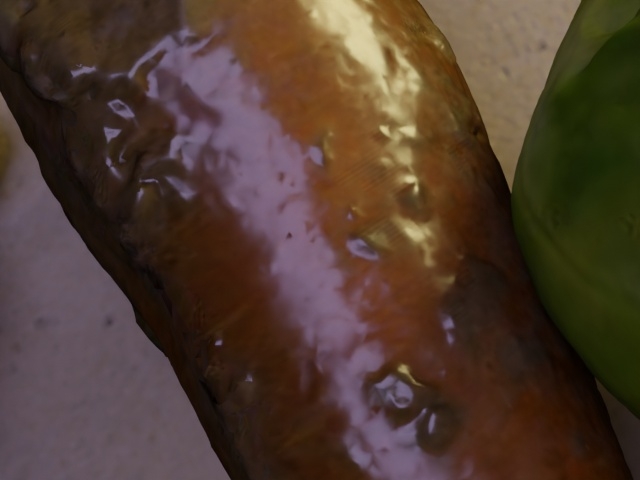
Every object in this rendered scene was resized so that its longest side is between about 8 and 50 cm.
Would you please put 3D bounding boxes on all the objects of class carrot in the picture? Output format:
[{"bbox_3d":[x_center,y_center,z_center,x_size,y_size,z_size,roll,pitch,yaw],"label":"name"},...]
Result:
[{"bbox_3d":[0.000,0.000,0.602,0.138,0.138,0.302,-35,75,8],"label":"carrot"}]

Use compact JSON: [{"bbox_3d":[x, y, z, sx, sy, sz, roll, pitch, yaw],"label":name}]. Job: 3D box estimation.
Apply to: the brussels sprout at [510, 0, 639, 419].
[{"bbox_3d":[0.155,-0.031,0.537,0.223,0.161,0.223,-14,55,22],"label":"brussels sprout"}]
